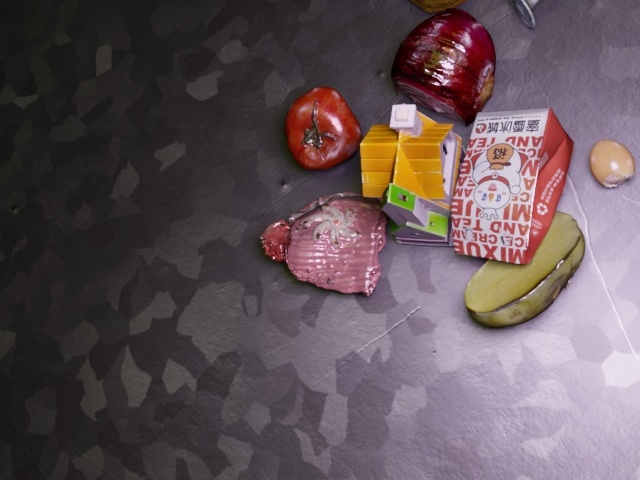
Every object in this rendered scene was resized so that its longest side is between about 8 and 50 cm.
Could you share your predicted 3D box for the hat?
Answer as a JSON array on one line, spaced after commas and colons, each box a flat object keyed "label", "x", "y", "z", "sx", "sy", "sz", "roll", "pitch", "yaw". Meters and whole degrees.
[{"label": "hat", "x": 0.000, "y": 0.000, "z": 1.526, "sx": 0.287, "sy": 0.107, "sz": 0.236, "roll": 2, "pitch": 66, "yaw": 18}]

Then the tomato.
[{"label": "tomato", "x": 0.000, "y": -0.252, "z": 1.566, "sx": 0.187, "sy": 0.151, "sz": 0.186, "roll": 5, "pitch": 118, "yaw": 9}]

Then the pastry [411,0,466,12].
[{"label": "pastry", "x": 0.269, "y": -0.619, "z": 1.585, "sx": 0.189, "sy": 0.103, "sz": 0.188, "roll": -6, "pitch": 73, "yaw": 21}]

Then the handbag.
[{"label": "handbag", "x": 0.367, "y": -0.099, "z": 1.343, "sx": 0.171, "sy": 0.151, "sz": 0.297, "roll": 4, "pitch": 69, "yaw": 40}]

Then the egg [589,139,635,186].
[{"label": "egg", "x": 0.565, "y": -0.153, "z": 1.347, "sx": 0.080, "sy": 0.080, "sz": 0.096, "roll": -15, "pitch": 67, "yaw": 18}]

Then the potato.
[{"label": "potato", "x": 0.407, "y": 0.075, "z": 1.328, "sx": 0.272, "sy": 0.111, "sz": 0.160, "roll": -43, "pitch": 28, "yaw": -7}]

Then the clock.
[{"label": "clock", "x": 0.182, "y": -0.139, "z": 1.375, "sx": 0.166, "sy": 0.309, "sz": 0.235, "roll": 3, "pitch": 77, "yaw": 22}]

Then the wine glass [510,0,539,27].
[{"label": "wine glass", "x": 0.524, "y": -0.600, "z": 1.384, "sx": 0.310, "sy": 0.264, "sz": 0.096, "roll": -34, "pitch": 66, "yaw": 11}]

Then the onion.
[{"label": "onion", "x": 0.270, "y": -0.386, "z": 1.471, "sx": 0.216, "sy": 0.207, "sz": 0.206, "roll": 30, "pitch": 91, "yaw": 21}]
